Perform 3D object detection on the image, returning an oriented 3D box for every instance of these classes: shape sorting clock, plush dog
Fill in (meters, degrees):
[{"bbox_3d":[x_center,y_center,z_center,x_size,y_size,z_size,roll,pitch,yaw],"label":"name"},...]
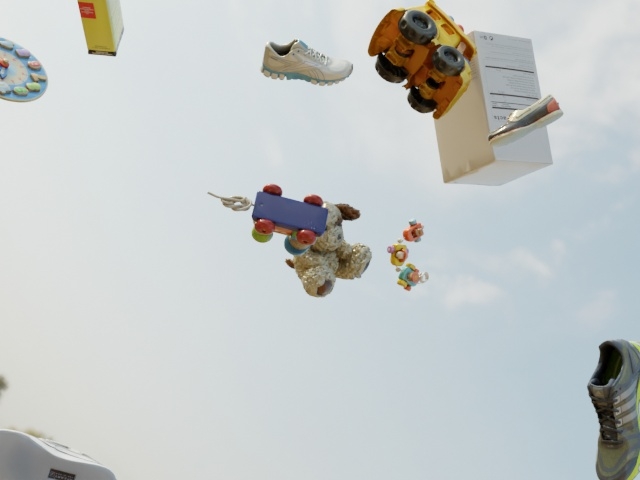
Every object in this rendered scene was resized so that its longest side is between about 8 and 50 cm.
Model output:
[{"bbox_3d":[-0.705,-0.387,2.190,0.206,0.206,0.040,44,-51,5],"label":"shape sorting clock"},{"bbox_3d":[0.000,0.000,2.639,0.211,0.262,0.225,22,-61,34],"label":"plush dog"}]

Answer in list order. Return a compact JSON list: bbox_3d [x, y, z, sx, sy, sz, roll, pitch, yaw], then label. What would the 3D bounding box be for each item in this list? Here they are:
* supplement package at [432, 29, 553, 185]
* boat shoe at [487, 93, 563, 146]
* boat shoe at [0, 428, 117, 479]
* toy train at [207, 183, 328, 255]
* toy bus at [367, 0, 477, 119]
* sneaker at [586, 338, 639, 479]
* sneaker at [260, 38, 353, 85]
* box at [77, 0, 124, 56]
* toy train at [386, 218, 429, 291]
[{"bbox_3d":[0.365,-0.283,2.151,0.178,0.175,0.292,-23,-110,55],"label":"supplement package"},{"bbox_3d":[0.339,-0.201,1.652,0.043,0.137,0.049,64,-1,16],"label":"boat shoe"},{"bbox_3d":[-0.491,0.403,1.752,0.258,0.095,0.084,28,-9,-15],"label":"boat shoe"},{"bbox_3d":[-0.119,-0.044,2.033,0.248,0.105,0.143,14,-27,-6],"label":"toy train"},{"bbox_3d":[0.242,-0.383,2.016,0.220,0.211,0.149,48,-41,13],"label":"toy bus"},{"bbox_3d":[0.569,0.329,1.923,0.121,0.299,0.111,24,-24,-34],"label":"sneaker"},{"bbox_3d":[-0.027,-0.368,1.998,0.191,0.071,0.082,4,-45,-1],"label":"sneaker"},{"bbox_3d":[-0.400,-0.445,1.762,0.058,0.087,0.232,5,-37,1],"label":"box"},{"bbox_3d":[0.224,0.039,2.348,0.046,0.125,0.166,8,-63,53],"label":"toy train"}]
